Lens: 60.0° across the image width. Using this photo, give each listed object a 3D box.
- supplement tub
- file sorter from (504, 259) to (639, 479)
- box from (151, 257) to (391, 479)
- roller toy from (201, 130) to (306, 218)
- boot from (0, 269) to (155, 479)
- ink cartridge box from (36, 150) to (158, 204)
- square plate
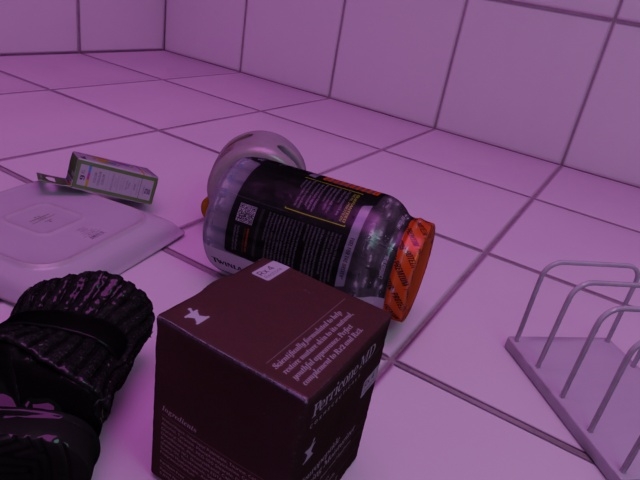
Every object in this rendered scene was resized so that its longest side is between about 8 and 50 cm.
[{"bbox_3d":[0.000,0.000,0.903,0.337,0.207,0.207,19,27,18],"label":"supplement tub"},{"bbox_3d":[0.430,0.164,0.765,0.192,0.173,0.278,4,26,-14],"label":"file sorter"},{"bbox_3d":[-0.052,0.158,0.565,0.167,0.203,0.168,23,29,24],"label":"box"},{"bbox_3d":[-0.125,-0.111,1.099,0.209,0.191,0.146,8,27,-5],"label":"roller toy"},{"bbox_3d":[-0.371,0.125,0.589,0.347,0.131,0.260,15,31,-14],"label":"boot"},{"bbox_3d":[-0.440,-0.130,1.096,0.209,0.062,0.109,12,9,-31],"label":"ink cartridge box"},{"bbox_3d":[-0.471,-0.020,0.952,0.343,0.049,0.347,17,26,15],"label":"square plate"}]
